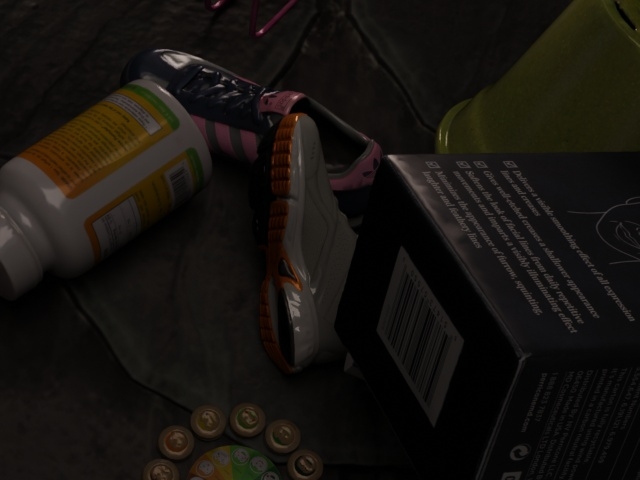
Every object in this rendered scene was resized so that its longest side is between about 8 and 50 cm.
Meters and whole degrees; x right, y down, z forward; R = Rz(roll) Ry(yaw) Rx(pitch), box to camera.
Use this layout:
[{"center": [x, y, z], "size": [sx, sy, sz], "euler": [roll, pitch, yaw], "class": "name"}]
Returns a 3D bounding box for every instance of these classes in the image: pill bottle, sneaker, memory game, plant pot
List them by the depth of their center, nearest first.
[{"center": [-0.084, 0.243, 1.562], "size": [0.186, 0.012, 0.186], "euler": [4, 61, -8], "class": "memory game"}, {"center": [-0.242, -0.048, 1.623], "size": [0.246, 0.136, 0.136], "euler": [-37, 73, -25], "class": "pill bottle"}, {"center": [0.000, 0.000, 1.634], "size": [0.121, 0.099, 0.262], "euler": [-5, 96, -26], "class": "sneaker"}, {"center": [0.298, -0.134, 1.646], "size": [0.276, 0.254, 0.276], "euler": [20, 40, -17], "class": "plant pot"}, {"center": [-0.068, -0.137, 1.705], "size": [0.319, 0.131, 0.112], "euler": [28, 61, 6], "class": "sneaker"}]

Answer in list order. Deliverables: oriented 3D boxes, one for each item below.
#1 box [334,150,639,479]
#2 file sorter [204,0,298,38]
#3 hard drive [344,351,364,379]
[{"center": [0.258, 0.081, 1.446], "size": [0.395, 0.212, 0.293], "euler": [-2, 36, -23], "class": "box"}, {"center": [-0.123, -0.396, 1.810], "size": [0.291, 0.182, 0.202], "euler": [36, 63, 11], "class": "file sorter"}, {"center": [0.197, 0.095, 1.627], "size": [0.319, 0.040, 0.210], "euler": [23, 62, -13], "class": "hard drive"}]
